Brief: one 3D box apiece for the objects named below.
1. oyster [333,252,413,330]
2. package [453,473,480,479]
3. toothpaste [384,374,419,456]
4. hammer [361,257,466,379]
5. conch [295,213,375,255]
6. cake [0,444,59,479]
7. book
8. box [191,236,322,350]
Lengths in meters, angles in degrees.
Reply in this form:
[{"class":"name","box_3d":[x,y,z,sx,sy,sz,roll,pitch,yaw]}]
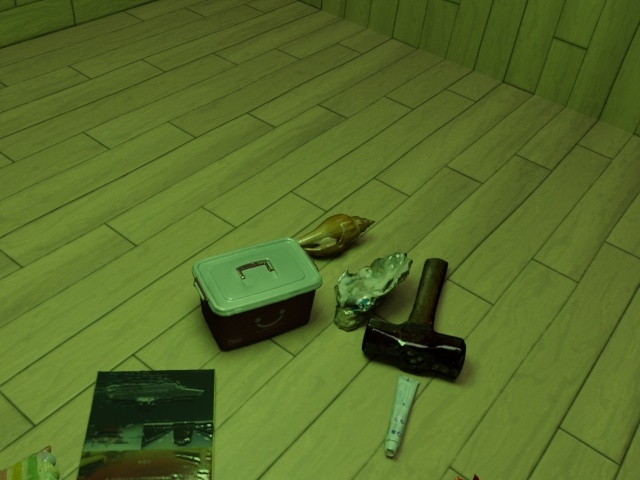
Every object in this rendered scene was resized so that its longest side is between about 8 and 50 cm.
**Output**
[{"class":"oyster","box_3d":[0.139,0.120,1.658,0.222,0.083,0.214,-22,27,22]},{"class":"package","box_3d":[0.146,0.583,1.076,0.423,0.196,0.123,-31,55,-34]},{"class":"toothpaste","box_3d":[0.178,0.384,1.433,0.052,0.033,0.218,16,39,9]},{"class":"hammer","box_3d":[0.267,0.166,1.655,0.242,0.095,0.409,15,39,10]},{"class":"conch","box_3d":[0.001,0.002,1.815,0.330,0.093,0.109,-22,64,-3]},{"class":"cake","box_3d":[-0.531,0.472,1.172,0.109,0.090,0.225,-32,49,-12]},{"class":"book","box_3d":[-0.351,0.419,1.319,0.262,0.028,0.374,1,41,-8]},{"class":"box","box_3d":[-0.157,0.131,1.571,0.293,0.168,0.193,-15,47,-24]}]
